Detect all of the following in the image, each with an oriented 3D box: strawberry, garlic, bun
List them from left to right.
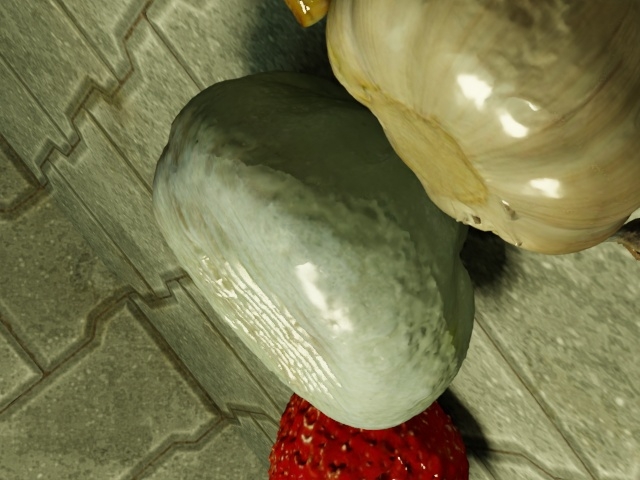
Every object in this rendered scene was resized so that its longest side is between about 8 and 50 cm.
[{"bbox_3d":[0.000,0.000,1.011,0.362,0.211,0.362,40,158,19],"label":"bun"},{"bbox_3d":[0.047,0.256,1.366,0.257,0.257,0.277,80,175,-54],"label":"strawberry"},{"bbox_3d":[0.115,-0.102,0.663,0.228,0.152,0.228,37,161,15],"label":"garlic"}]

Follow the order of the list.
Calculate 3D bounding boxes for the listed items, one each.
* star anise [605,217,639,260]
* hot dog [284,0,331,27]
[{"bbox_3d":[0.257,0.007,0.690,0.182,0.065,0.195,46,165,25],"label":"star anise"},{"bbox_3d":[-0.055,-0.271,0.884,0.215,0.047,0.066,55,175,-13],"label":"hot dog"}]
